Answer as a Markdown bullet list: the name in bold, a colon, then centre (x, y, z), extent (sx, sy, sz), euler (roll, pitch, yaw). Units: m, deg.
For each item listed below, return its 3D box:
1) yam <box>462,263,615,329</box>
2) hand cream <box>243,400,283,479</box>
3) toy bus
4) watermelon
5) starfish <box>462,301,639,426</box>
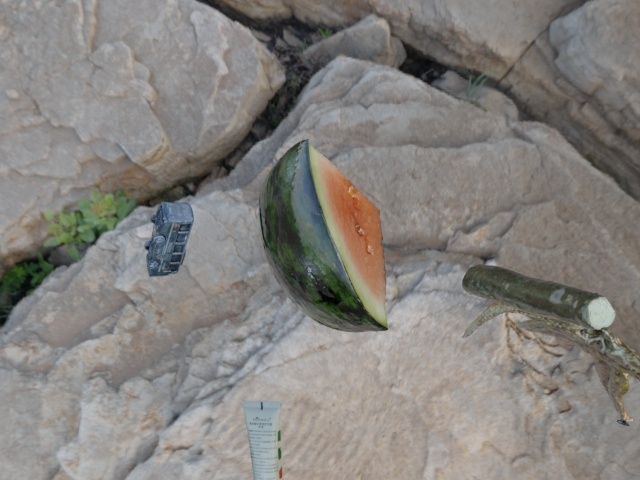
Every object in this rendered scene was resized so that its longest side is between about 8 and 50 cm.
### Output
- **yam**: centre (0.305, 0.079, 0.801), extent (0.061, 0.274, 0.061), euler (-2, 97, -18)
- **hand cream**: centre (-0.119, 0.493, 1.207), extent (0.095, 0.059, 0.276), euler (-4, 91, 20)
- **toy bus**: centre (-0.256, 0.001, 0.915), extent (0.065, 0.166, 0.047), euler (-1, 56, -26)
- **watermelon**: centre (-0.016, 0.007, 0.558), extent (0.145, 0.137, 0.193), euler (-18, 95, 31)
- **starfish**: centre (0.467, 0.220, 0.975), extent (0.398, 0.384, 0.132), euler (28, 79, 27)
